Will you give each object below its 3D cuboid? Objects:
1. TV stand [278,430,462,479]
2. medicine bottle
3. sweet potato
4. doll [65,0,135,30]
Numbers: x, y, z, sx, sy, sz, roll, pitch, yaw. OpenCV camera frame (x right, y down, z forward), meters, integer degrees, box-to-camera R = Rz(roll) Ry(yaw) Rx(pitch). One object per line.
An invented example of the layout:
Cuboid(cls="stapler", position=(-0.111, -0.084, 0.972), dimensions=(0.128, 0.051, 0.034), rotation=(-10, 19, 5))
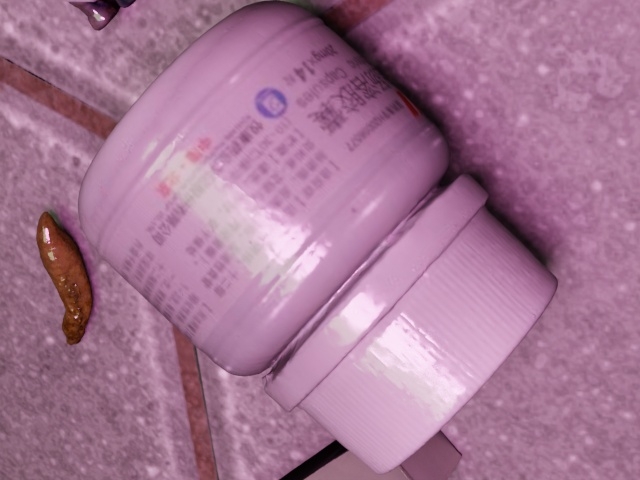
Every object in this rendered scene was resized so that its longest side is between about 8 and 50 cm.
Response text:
Cuboid(cls="TV stand", position=(-0.003, 0.249, 1.111), dimensions=(0.083, 0.088, 0.269), rotation=(49, 122, 0))
Cuboid(cls="medicine bottle", position=(0.000, 0.000, 0.913), dimensions=(0.306, 0.245, 0.245), rotation=(43, 122, 3))
Cuboid(cls="sweet potato", position=(-0.242, 0.040, 1.167), dimensions=(0.041, 0.038, 0.153), rotation=(22, 130, 41))
Cuboid(cls="doll", position=(-0.266, -0.289, 0.991), dimensions=(0.195, 0.153, 0.258), rotation=(-12, 125, 11))
